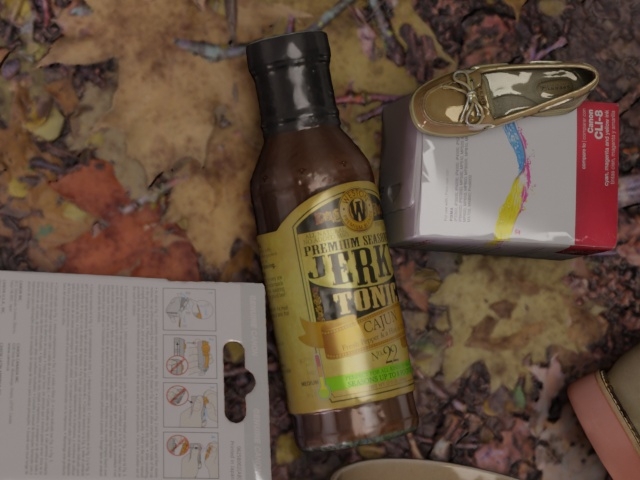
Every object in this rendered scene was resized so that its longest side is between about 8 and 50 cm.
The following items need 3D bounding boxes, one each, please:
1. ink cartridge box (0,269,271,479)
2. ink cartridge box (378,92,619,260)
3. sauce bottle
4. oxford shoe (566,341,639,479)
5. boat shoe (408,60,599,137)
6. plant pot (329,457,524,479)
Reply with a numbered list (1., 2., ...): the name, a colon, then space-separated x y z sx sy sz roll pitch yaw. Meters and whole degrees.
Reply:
1. ink cartridge box: -0.161 0.121 1.450 0.232 0.066 0.189 5 60 -13
2. ink cartridge box: 0.146 -0.053 1.534 0.176 0.128 0.127 3 85 -13
3. sauce bottle: 0.000 0.000 1.507 0.111 0.111 0.344 -12 90 -13
4. oxford shoe: 0.363 0.240 1.482 0.146 0.140 0.397 -38 69 11
5. boat shoe: 0.146 -0.117 1.449 0.153 0.048 0.056 -6 80 -15
6. plant pot: 0.103 0.348 1.465 0.256 0.256 0.274 10 102 -12
